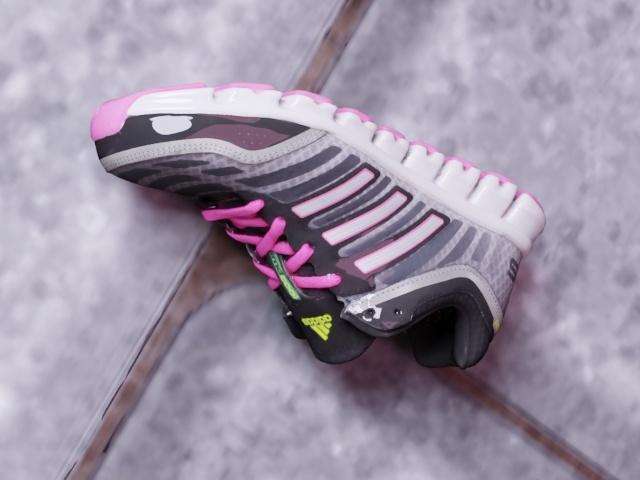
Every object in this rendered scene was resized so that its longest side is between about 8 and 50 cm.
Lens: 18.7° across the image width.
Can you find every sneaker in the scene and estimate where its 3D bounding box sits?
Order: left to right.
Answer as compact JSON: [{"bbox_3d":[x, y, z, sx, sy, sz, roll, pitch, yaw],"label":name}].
[{"bbox_3d":[0.000,0.000,0.636,0.170,0.063,0.075,19,76,-33],"label":"sneaker"}]
